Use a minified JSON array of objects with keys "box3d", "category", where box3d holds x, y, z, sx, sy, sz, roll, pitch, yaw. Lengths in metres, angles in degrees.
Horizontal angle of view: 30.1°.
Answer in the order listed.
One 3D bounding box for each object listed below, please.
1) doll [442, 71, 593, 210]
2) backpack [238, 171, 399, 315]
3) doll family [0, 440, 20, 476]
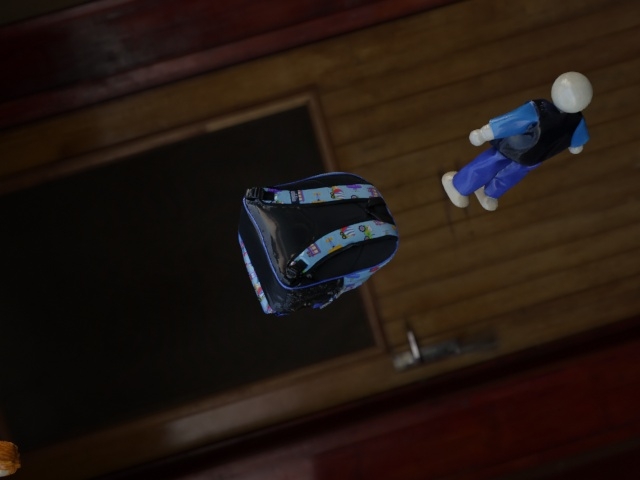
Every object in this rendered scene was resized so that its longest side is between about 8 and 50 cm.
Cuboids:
[{"box3d":[0.192,-0.094,1.133,0.189,0.129,0.046,-46,48,47],"category":"doll"},{"box3d":[0.000,0.000,1.456,0.117,0.173,0.158,109,141,-56],"category":"backpack"},{"box3d":[-0.378,0.211,1.116,0.263,0.163,0.118,57,-157,-63],"category":"doll family"}]
